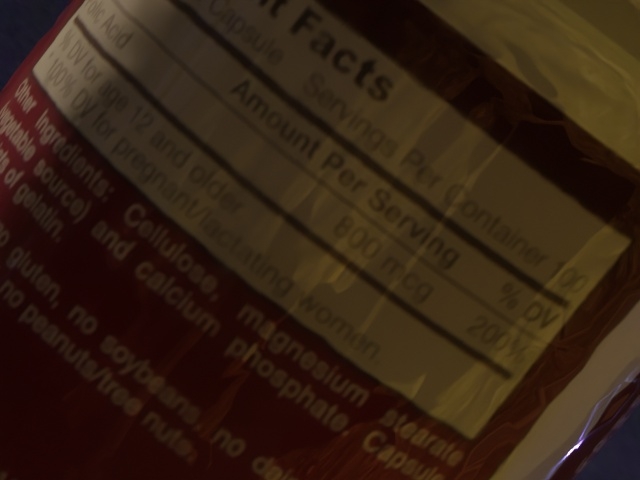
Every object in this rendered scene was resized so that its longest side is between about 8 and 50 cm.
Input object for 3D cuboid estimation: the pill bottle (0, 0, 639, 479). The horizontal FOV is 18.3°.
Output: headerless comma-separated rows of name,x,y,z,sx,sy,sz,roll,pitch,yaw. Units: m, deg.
pill bottle,0.000,0.000,0.638,0.224,0.224,0.392,33,-81,-37
